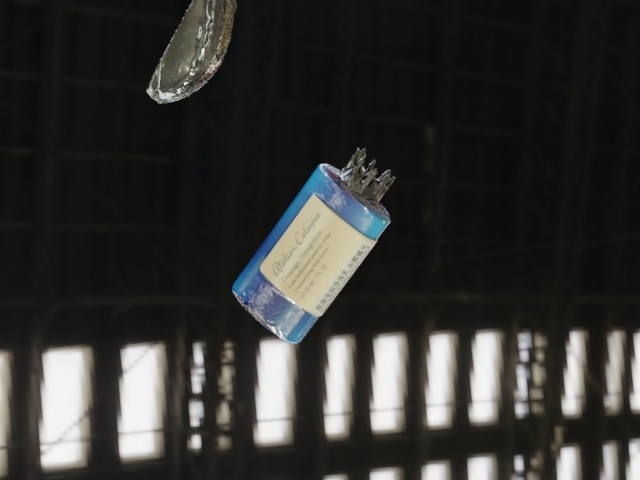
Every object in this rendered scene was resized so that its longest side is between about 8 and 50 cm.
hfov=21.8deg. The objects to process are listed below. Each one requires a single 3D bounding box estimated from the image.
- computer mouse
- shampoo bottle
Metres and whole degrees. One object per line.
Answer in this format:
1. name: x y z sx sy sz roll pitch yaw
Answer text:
1. computer mouse: -0.099 -0.170 1.402 0.047 0.135 0.079 28 -168 -5
2. shampoo bottle: 0.000 0.000 1.511 0.087 0.183 0.050 42 -165 23
